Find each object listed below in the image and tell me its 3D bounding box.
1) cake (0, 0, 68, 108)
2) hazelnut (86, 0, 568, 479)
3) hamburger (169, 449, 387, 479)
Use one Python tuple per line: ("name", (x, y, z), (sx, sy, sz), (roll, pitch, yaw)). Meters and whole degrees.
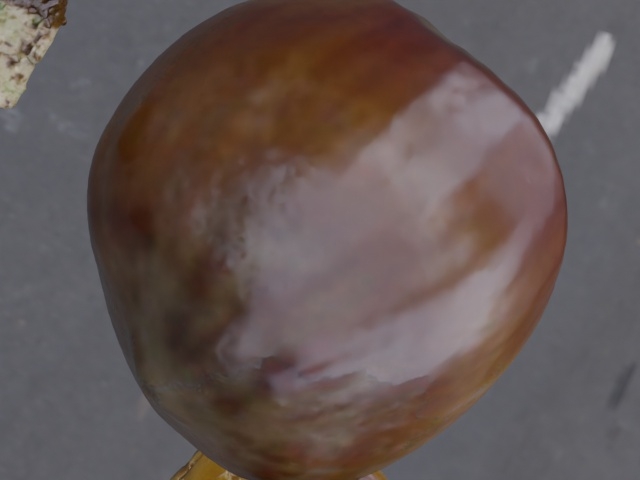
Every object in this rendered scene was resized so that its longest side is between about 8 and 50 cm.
("cake", (-0.274, -0.164, 1.257), (0.112, 0.135, 0.246), (-60, 156, 12))
("hazelnut", (0.007, -0.005, 1.416), (0.366, 0.366, 0.366), (-26, 128, -40))
("hamburger", (-0.051, 0.339, 2.113), (0.290, 0.170, 0.314), (-42, 107, -5))
